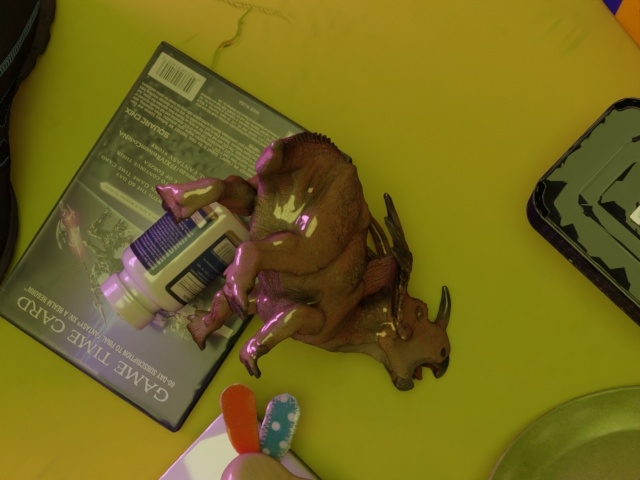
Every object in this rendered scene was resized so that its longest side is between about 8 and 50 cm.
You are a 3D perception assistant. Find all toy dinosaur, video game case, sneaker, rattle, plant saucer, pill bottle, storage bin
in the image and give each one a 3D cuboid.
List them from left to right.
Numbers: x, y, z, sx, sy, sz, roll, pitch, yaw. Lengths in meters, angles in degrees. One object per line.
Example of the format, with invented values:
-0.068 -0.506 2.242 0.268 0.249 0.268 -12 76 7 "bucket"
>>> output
-0.316 -0.092 0.990 0.125 0.139 0.340 8 86 5 "sneaker"
-0.128 -0.005 1.019 0.196 0.026 0.274 33 89 8 "video game case"
-0.117 0.015 0.970 0.120 0.067 0.067 -42 81 0 "pill bottle"
-0.046 0.232 0.941 0.130 0.142 0.199 -21 63 -29 "rattle"
0.000 0.000 0.906 0.200 0.295 0.127 -28 47 -20 "toy dinosaur"
0.241 0.210 0.892 0.241 0.037 0.241 -11 40 9 "plant saucer"
0.264 -0.011 0.949 0.180 0.084 0.122 44 90 8 "storage bin"

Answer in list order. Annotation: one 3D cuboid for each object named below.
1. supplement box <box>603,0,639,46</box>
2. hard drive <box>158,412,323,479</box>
0.404 -0.136 0.892 0.194 0.195 0.356 -38 82 1 "supplement box"
-0.026 0.315 0.965 0.319 0.040 0.210 43 89 8 "hard drive"
